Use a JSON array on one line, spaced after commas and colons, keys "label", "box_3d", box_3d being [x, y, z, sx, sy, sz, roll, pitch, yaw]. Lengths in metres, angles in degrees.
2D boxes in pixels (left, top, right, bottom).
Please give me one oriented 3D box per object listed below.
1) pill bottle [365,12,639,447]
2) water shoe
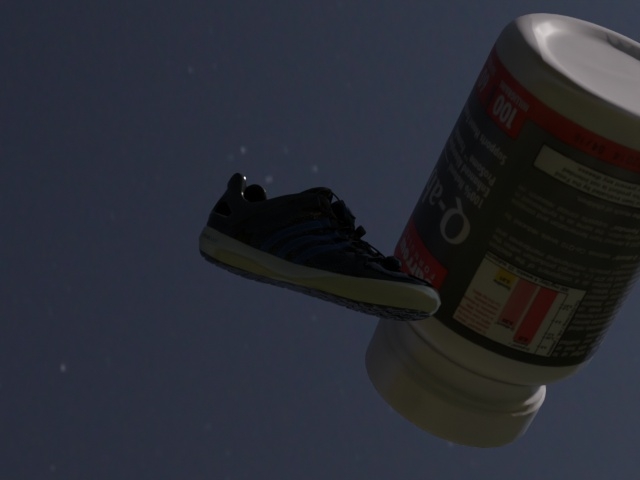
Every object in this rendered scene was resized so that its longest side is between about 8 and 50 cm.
[{"label": "pill bottle", "box_3d": [0.186, -0.002, 1.418, 0.210, 0.210, 0.363, 13, -60, -22]}, {"label": "water shoe", "box_3d": [0.000, 0.000, 1.141, 0.073, 0.203, 0.080, 29, -102, -60]}]
